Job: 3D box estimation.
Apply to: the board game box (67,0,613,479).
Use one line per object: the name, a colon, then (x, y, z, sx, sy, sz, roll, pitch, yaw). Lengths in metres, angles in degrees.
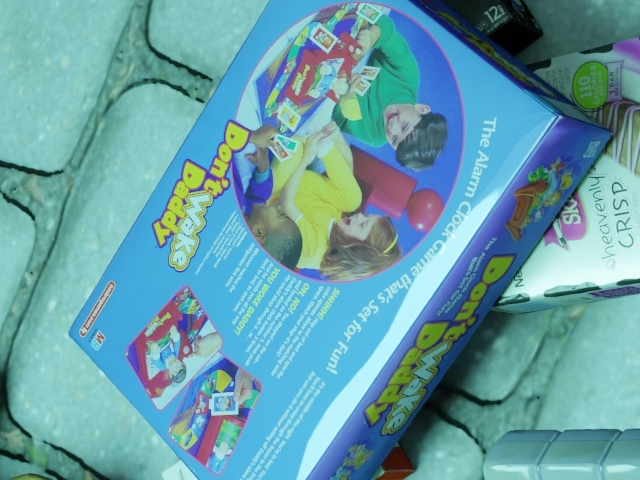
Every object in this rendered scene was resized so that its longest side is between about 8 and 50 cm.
board game box: (0.000, 0.000, 1.100, 0.233, 0.078, 0.347, 44, 109, 30)

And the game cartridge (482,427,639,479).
game cartridge: (0.232, 0.271, 0.937, 0.230, 0.068, 0.355, -2, 110, 34)

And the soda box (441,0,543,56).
soda box: (0.070, -0.122, 1.157, 0.169, 0.060, 0.053, -36, 69, 21)

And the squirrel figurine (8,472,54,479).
squirrel figurine: (-0.260, 0.358, 1.215, 0.370, 0.281, 0.397, 27, 112, 20)

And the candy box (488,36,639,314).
candy box: (0.205, -0.047, 1.062, 0.233, 0.071, 0.159, -12, 78, 29)

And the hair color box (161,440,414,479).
hair color box: (-0.025, 0.168, 1.182, 0.167, 0.053, 0.093, -35, 68, 21)
